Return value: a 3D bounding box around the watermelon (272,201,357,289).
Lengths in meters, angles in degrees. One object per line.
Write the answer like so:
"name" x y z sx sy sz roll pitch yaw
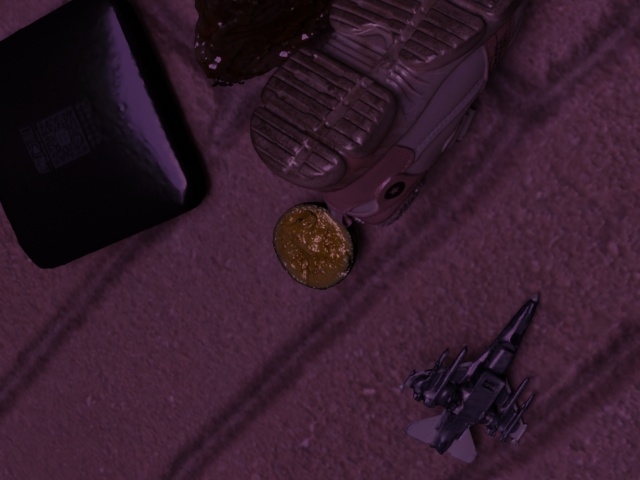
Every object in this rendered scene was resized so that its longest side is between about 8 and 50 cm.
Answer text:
"watermelon" 0.000 0.000 1.473 0.105 0.062 0.105 12 117 24

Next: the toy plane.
"toy plane" 0.181 0.162 1.420 0.160 0.082 0.234 27 119 -12

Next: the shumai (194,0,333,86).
"shumai" -0.063 -0.308 1.367 0.218 0.184 0.185 -51 61 39

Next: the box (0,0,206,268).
"box" -0.303 -0.135 1.583 0.289 0.073 0.290 -21 94 29

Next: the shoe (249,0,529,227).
"shoe" 0.089 -0.174 1.322 0.351 0.198 0.172 -44 60 -3
